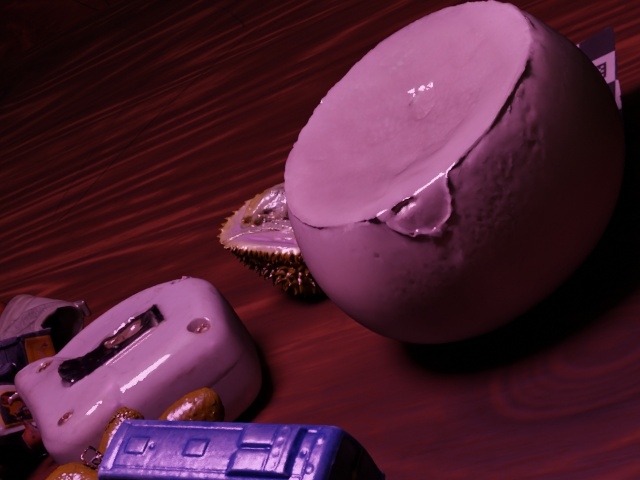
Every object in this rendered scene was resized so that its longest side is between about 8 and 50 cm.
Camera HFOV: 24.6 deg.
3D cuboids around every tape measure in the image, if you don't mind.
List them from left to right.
[{"bbox_3d":[-0.196,0.149,1.529,0.265,0.130,0.258,-39,19,-9],"label":"tape measure"}]

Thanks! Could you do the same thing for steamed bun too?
[{"bbox_3d":[0.128,-0.052,1.340,0.324,0.206,0.324,-31,30,21],"label":"steamed bun"}]

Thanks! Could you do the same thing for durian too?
[{"bbox_3d":[0.000,0.000,1.608,0.208,0.102,0.146,15,52,34],"label":"durian"}]

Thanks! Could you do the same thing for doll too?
[{"bbox_3d":[-0.170,0.216,1.342,0.209,0.137,0.097,-40,-20,2],"label":"doll"}]

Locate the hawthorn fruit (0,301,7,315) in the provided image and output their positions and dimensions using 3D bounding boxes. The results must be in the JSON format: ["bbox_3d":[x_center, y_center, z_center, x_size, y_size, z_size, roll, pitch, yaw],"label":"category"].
[{"bbox_3d":[-0.482,0.154,1.919,0.169,0.169,0.188,-16,35,41],"label":"hawthorn fruit"}]

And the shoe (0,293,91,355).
[{"bbox_3d":[-0.373,0.157,1.822,0.098,0.103,0.275,-9,33,23],"label":"shoe"}]

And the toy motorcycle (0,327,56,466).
[{"bbox_3d":[-0.395,0.188,1.640,0.091,0.157,0.263,-19,-6,33],"label":"toy motorcycle"}]

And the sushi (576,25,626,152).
[{"bbox_3d":[0.227,-0.094,1.504,0.215,0.050,0.192,-28,38,30],"label":"sushi"}]

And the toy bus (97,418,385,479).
[{"bbox_3d":[-0.070,0.199,1.220,0.236,0.094,0.079,-3,53,30],"label":"toy bus"}]

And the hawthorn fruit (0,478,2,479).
[{"bbox_3d":[-0.417,0.296,1.400,0.284,0.284,0.284,-30,22,13],"label":"hawthorn fruit"}]
